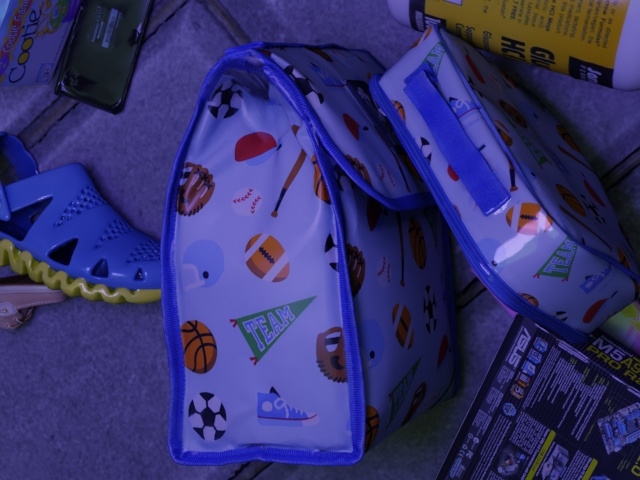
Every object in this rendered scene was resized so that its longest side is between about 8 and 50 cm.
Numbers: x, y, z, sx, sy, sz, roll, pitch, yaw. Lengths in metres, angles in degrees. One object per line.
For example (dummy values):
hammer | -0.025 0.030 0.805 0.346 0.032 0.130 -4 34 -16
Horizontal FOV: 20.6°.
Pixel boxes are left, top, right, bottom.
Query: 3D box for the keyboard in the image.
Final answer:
keyboard | -0.242 -0.237 1.914 0.108 0.023 0.180 19 102 7

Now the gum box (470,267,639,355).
gum box | 0.257 0.061 1.783 0.107 0.062 0.188 -43 84 18

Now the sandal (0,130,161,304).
sandal | -0.281 -0.023 1.909 0.317 0.126 0.138 19 99 12

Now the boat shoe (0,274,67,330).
boat shoe | -0.351 0.073 1.975 0.170 0.063 0.059 -6 99 27

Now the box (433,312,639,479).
box | 0.246 0.219 1.756 0.216 0.060 0.270 33 124 19

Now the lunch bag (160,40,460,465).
lunch bag | 0.000 0.000 1.713 0.239 0.328 0.385 -4 94 20

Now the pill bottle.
pill bottle | 0.245 -0.251 1.675 0.334 0.188 0.188 18 103 14

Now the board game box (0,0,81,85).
board game box | -0.409 -0.285 1.880 0.275 0.142 0.144 29 106 18

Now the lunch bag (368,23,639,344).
lunch bag | 0.168 -0.057 1.638 0.115 0.243 0.303 -41 57 18
